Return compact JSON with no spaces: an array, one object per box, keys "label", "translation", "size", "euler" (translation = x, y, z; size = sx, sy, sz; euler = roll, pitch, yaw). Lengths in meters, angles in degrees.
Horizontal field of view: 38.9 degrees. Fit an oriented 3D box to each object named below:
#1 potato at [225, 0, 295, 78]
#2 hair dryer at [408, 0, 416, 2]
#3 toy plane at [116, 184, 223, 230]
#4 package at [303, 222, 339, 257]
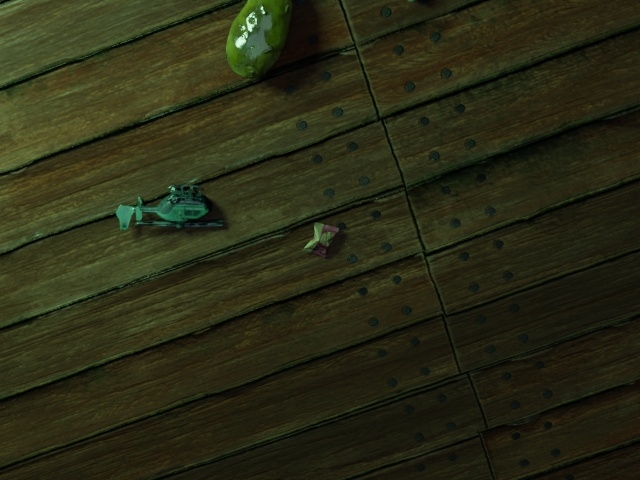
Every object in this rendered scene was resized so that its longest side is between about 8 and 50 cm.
[{"label":"potato","translation":[-0.121,-0.442,1.873],"size":[0.117,0.090,0.226],"euler":[21,99,-3]},{"label":"hair dryer","translation":[0.264,-0.551,1.892],"size":[0.199,0.067,0.167],"euler":[27,114,-26]},{"label":"toy plane","translation":[-0.332,-0.069,2.003],"size":[0.234,0.060,0.096],"euler":[0,121,-8]},{"label":"package","translation":[0.000,0.000,2.056],"size":[0.059,0.029,0.083],"euler":[17,117,-16]}]
